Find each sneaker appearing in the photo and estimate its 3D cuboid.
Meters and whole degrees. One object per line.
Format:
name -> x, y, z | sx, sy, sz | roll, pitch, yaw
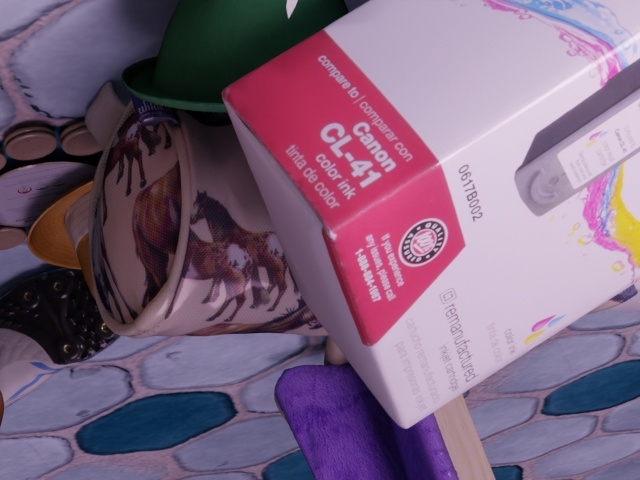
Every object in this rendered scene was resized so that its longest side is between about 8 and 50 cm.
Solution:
sneaker -> -0.244, 0.084, 1.449 | 0.237, 0.085, 0.086 | -28, 179, 22

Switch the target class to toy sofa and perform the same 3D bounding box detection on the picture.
toy sofa -> 0.089, 0.233, 1.611 | 0.177, 0.362, 0.150 | -16, 158, -10

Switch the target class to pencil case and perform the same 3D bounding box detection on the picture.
pencil case -> 0.044, -0.027, 1.212 | 0.410, 0.183, 0.160 | -1, 157, -27

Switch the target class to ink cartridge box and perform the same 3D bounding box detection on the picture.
ink cartridge box -> 0.122, -0.061, 1.005 | 0.306, 0.131, 0.226 | -31, 144, -6

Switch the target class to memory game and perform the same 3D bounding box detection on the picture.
memory game -> -0.201, -0.038, 1.269 | 0.186, 0.012, 0.186 | -13, 157, -6

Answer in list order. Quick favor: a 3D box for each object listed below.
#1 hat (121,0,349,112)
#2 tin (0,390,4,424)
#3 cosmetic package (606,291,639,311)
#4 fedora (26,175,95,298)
hat -> -0.039, -0.181, 1.034 | 0.173, 0.183, 0.208 | -5, -163, -7
tin -> -0.328, 0.107, 1.387 | 0.106, 0.040, 0.189 | -18, 125, 23
cosmetic package -> 0.227, 0.008, 1.517 | 0.239, 0.098, 0.060 | 4, 150, -35
fedora -> -0.119, 0.007, 1.304 | 0.194, 0.079, 0.194 | -14, 158, -6
